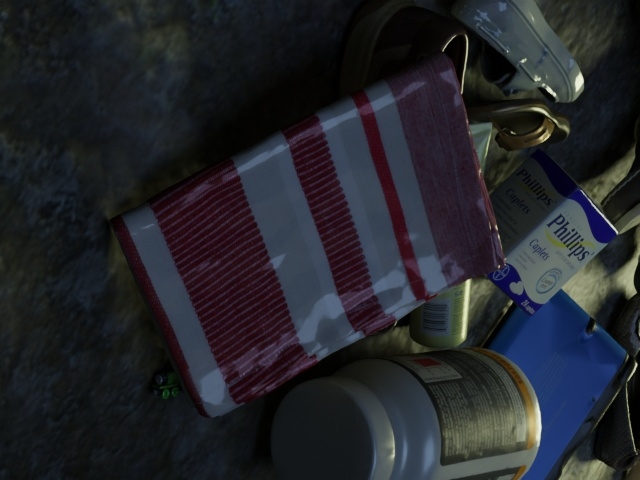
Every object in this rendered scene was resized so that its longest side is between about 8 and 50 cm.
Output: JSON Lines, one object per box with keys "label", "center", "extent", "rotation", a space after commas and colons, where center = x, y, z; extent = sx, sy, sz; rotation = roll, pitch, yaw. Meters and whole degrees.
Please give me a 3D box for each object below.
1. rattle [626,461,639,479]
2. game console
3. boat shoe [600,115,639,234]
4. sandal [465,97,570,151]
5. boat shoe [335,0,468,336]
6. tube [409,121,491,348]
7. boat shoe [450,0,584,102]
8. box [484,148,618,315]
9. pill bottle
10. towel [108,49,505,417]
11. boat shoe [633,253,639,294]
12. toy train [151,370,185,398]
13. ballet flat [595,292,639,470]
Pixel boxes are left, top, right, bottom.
{"label": "rattle", "center": [0.511, 0.284, 2.382], "extent": [0.200, 0.143, 0.130], "rotation": [-50, 122, -10]}
{"label": "game console", "center": [0.222, 0.224, 2.084], "extent": [0.250, 0.173, 0.293], "rotation": [43, 73, -20]}
{"label": "boat shoe", "center": [0.426, -0.131, 2.079], "extent": [0.324, 0.097, 0.116], "rotation": [-41, 177, -24]}
{"label": "sandal", "center": [0.208, -0.114, 1.838], "extent": [0.180, 0.072, 0.049], "rotation": [15, 70, -57]}
{"label": "boat shoe", "center": [0.079, -0.054, 1.676], "extent": [0.123, 0.123, 0.342], "rotation": [-13, 119, -47]}
{"label": "tube", "center": [0.126, -0.007, 1.813], "extent": [0.070, 0.062, 0.240], "rotation": [-36, 135, -50]}
{"label": "boat shoe", "center": [0.192, -0.193, 1.788], "extent": [0.081, 0.079, 0.227], "rotation": [-46, 141, 0]}
{"label": "box", "center": [0.229, -0.007, 1.896], "extent": [0.137, 0.072, 0.126], "rotation": [-45, 143, 5]}
{"label": "pill bottle", "center": [0.088, 0.194, 1.791], "extent": [0.278, 0.162, 0.162], "rotation": [0, 110, -50]}
{"label": "towel", "center": [0.000, 0.000, 1.572], "extent": [0.329, 0.037, 0.237], "rotation": [-28, 126, -11]}
{"label": "boat shoe", "center": [0.495, -0.031, 2.244], "extent": [0.319, 0.116, 0.099], "rotation": [-44, -176, -38]}
{"label": "toy train", "center": [-0.121, 0.127, 1.621], "extent": [0.083, 0.017, 0.024], "rotation": [-9, 106, -48]}
{"label": "ballet flat", "center": [0.397, 0.183, 2.247], "extent": [0.084, 0.058, 0.250], "rotation": [-21, 124, -44]}
